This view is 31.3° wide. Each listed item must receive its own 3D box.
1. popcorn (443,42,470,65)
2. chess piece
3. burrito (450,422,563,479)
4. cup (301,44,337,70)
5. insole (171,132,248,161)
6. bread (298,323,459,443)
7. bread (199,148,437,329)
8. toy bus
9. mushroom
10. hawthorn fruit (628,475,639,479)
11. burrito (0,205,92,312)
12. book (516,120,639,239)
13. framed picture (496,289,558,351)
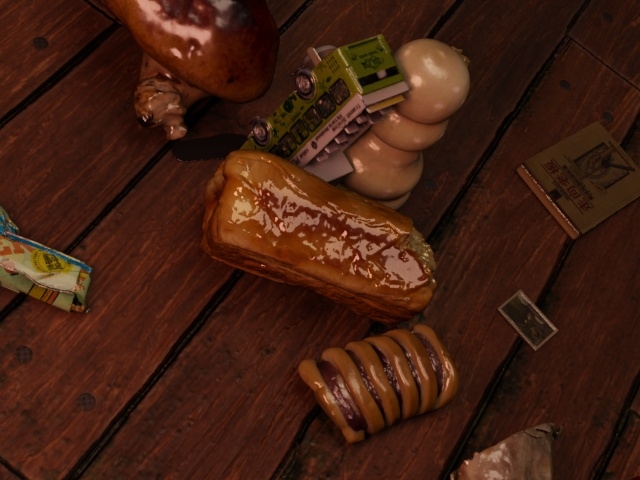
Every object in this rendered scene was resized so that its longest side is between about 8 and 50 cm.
[{"bbox_3d":[0.218,-0.306,1.982,0.082,0.057,0.083,-6,60,-30],"label":"popcorn"},{"bbox_3d":[0.118,-0.175,1.697,0.167,0.299,0.167,11,57,-18],"label":"chess piece"},{"bbox_3d":[0.245,0.375,1.534,0.175,0.107,0.347,29,53,-23],"label":"burrito"},{"bbox_3d":[0.009,-0.259,1.837,0.102,0.074,0.099,-2,56,-49],"label":"cup"},{"bbox_3d":[-0.154,-0.138,1.734,0.153,0.002,0.053,-9,64,-30],"label":"insole"},{"bbox_3d":[0.086,0.192,1.585,0.225,0.081,0.134,-15,69,-33],"label":"bread"},{"bbox_3d":[0.001,-0.005,1.604,0.344,0.195,0.148,22,73,-11],"label":"bread"},{"bbox_3d":[0.004,-0.165,1.639,0.113,0.302,0.139,-26,81,-38],"label":"toy bus"},{"bbox_3d":[-0.216,-0.330,1.703,0.345,0.259,0.345,39,20,-17],"label":"mushroom"},{"bbox_3d":[0.486,0.405,1.584,0.235,0.181,0.181,-30,76,-36],"label":"hawthorn fruit"},{"bbox_3d":[-0.420,0.002,1.485,0.288,0.054,0.104,24,52,-10],"label":"burrito"},{"bbox_3d":[0.462,-0.110,1.990,0.231,0.026,0.161,-29,75,-35],"label":"book"},{"bbox_3d":[0.324,0.124,1.787,0.066,0.006,0.089,-33,77,-36],"label":"framed picture"}]
